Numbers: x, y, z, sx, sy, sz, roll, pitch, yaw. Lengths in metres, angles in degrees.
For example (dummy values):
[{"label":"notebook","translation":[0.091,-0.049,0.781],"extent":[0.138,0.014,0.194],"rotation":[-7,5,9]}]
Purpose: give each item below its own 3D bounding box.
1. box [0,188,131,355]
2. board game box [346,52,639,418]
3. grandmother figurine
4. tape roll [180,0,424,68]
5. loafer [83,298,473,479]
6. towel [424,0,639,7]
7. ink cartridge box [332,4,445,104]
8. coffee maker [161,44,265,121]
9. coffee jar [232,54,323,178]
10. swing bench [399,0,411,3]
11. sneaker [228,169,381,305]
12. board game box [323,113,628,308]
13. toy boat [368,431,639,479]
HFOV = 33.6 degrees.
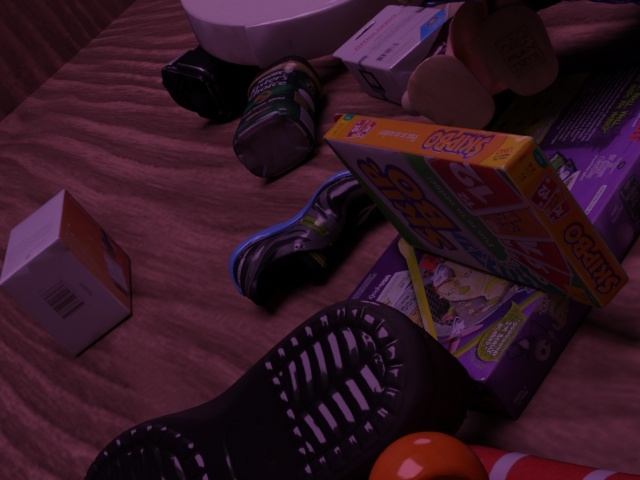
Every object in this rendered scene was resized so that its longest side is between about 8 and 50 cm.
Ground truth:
[{"label":"box","translation":[-0.306,0.035,1.292],"extent":[0.091,0.130,0.170],"rotation":[-38,25,6]},{"label":"board game box","translation":[0.159,-0.019,0.841],"extent":[0.347,0.056,0.208],"rotation":[-50,23,-22]},{"label":"grandmother figurine","translation":[0.159,-0.199,1.000],"extent":[0.208,0.104,0.342],"rotation":[-25,15,14]},{"label":"tape roll","translation":[-0.013,-0.387,1.526],"extent":[0.392,0.072,0.392],"rotation":[-13,39,10]},{"label":"loafer","translation":[-0.036,0.171,0.729],"extent":[0.366,0.130,0.133],"rotation":[-34,56,34]},{"label":"towel","translation":[0.229,-0.234,0.896],"extent":[0.336,0.040,0.243],"rotation":[3,27,-5]},{"label":"ink cartridge box","translation":[0.097,-0.220,1.249],"extent":[0.104,0.060,0.180],"rotation":[-42,24,-6]},{"label":"coffee maker","translation":[-0.128,-0.276,1.587],"extent":[0.171,0.120,0.178],"rotation":[-5,42,50]},{"label":"coffee jar","translation":[-0.050,-0.160,1.330],"extent":[0.096,0.079,0.184],"rotation":[-29,26,21]},{"label":"swing bench","translation":[0.186,-0.448,1.237],"extent":[0.165,0.254,0.253],"rotation":[8,46,27]},{"label":"sneaker","translation":[0.000,0.000,1.025],"extent":[0.188,0.067,0.078],"rotation":[-35,46,5]},{"label":"board game box","translation":[0.093,-0.030,0.748],"extent":[0.039,0.124,0.259],"rotation":[-45,25,-10]},{"label":"toy boat","translation":[0.080,0.154,0.525],"extent":[0.231,0.151,0.151],"rotation":[-2,44,53]}]
